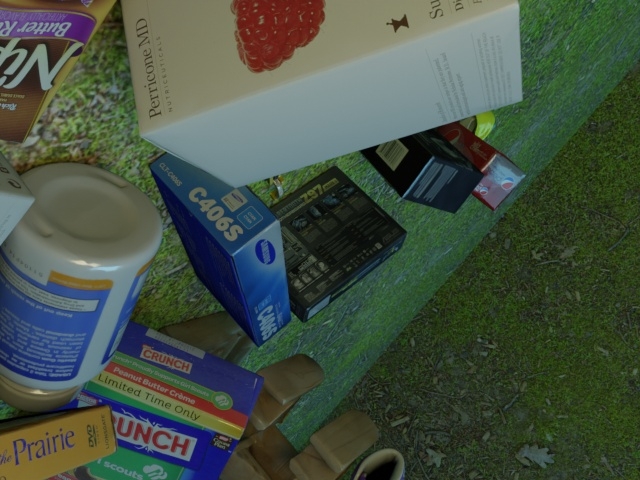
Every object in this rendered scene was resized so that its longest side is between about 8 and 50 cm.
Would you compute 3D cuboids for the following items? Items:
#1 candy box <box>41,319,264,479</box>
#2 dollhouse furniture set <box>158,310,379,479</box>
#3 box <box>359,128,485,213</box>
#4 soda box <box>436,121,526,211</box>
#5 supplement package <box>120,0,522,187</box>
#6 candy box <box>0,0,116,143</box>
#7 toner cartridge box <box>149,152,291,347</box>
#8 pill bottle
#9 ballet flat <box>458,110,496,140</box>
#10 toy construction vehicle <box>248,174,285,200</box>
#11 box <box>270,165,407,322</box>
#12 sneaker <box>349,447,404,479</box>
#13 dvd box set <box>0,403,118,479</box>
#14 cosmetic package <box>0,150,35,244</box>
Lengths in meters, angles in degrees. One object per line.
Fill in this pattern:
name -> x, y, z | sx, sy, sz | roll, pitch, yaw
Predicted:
candy box -> -0.269, 0.290, 0.965 | 0.122, 0.268, 0.317 | -74, -170, -61
dollhouse furniture set -> -0.123, 0.330, 1.189 | 0.362, 0.394, 0.256 | -54, 159, 24
box -> 0.174, -0.139, 1.136 | 0.158, 0.156, 0.093 | 11, 123, -44
soda box -> 0.293, -0.158, 1.278 | 0.092, 0.083, 0.263 | -50, -158, 13
supplement package -> 0.004, -0.182, 0.555 | 0.293, 0.177, 0.175 | -16, 166, 15
candy box -> -0.232, -0.166, 0.487 | 0.186, 0.053, 0.109 | -49, 161, 15
toner cartridge box -> -0.125, 0.019, 0.907 | 0.075, 0.165, 0.348 | -40, 161, -17
pill bottle -> -0.281, 0.063, 0.701 | 0.152, 0.152, 0.272 | -20, 150, -49
ballet flat -> 0.309, -0.205, 1.480 | 0.077, 0.077, 0.231 | 6, 127, -39
toy construction vehicle -> -0.092, -0.076, 0.971 | 0.086, 0.035, 0.098 | -36, 159, -22
box -> 0.000, 0.000, 1.086 | 0.233, 0.183, 0.059 | -36, 159, -26
sneaker -> 0.032, 0.431, 0.992 | 0.282, 0.102, 0.161 | -45, 156, -32
dvd box set -> -0.454, 0.237, 0.609 | 0.308, 0.062, 0.420 | -14, 172, 25
cosmetic package -> -0.349, -0.031, 0.481 | 0.117, 0.085, 0.231 | -49, 158, 10
